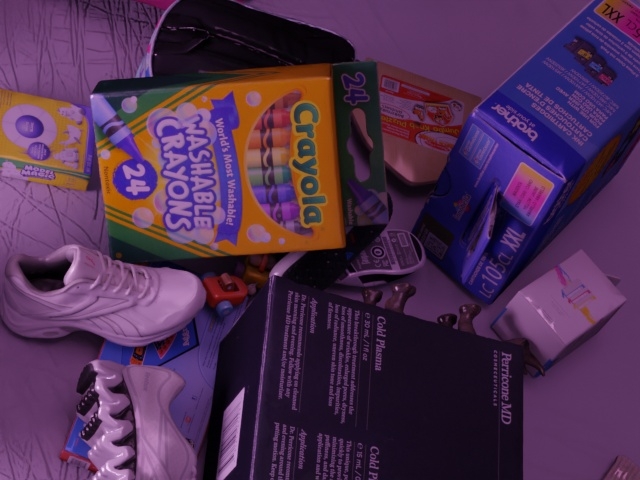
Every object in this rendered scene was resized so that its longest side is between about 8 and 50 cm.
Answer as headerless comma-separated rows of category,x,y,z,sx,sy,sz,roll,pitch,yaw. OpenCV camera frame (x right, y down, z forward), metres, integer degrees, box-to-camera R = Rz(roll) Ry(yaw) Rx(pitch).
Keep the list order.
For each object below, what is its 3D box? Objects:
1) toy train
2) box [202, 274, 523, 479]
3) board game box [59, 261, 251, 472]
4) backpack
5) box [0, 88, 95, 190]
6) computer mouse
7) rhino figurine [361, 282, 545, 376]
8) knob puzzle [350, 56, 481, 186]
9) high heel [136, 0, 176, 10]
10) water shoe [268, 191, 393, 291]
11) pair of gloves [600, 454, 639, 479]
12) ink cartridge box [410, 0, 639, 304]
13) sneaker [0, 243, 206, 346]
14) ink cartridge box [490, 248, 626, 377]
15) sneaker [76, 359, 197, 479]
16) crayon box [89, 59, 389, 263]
toy train,-0.109,0.013,1.955,0.125,0.046,0.166,0,47,-32
box,0.044,0.257,1.786,0.312,0.179,0.343,16,55,-16
board game box,-0.183,0.151,1.872,0.145,0.027,0.281,23,53,-8
backpack,-0.102,-0.176,2.013,0.253,0.191,0.225,22,55,-13
box,-0.361,-0.126,1.972,0.179,0.043,0.105,9,56,-15
computer mouse,0.037,0.031,2.032,0.193,0.042,0.106,-5,56,-18
rhino figurine,0.161,0.132,1.994,0.243,0.073,0.106,17,60,-14
knob puzzle,0.124,-0.140,2.178,0.213,0.030,0.213,12,50,-15
high heel,-0.280,-0.373,2.063,0.377,0.181,0.127,12,93,-16
water shoe,0.000,0.000,1.987,0.080,0.073,0.203,24,49,40
pair of gloves,0.389,0.384,1.942,0.240,0.042,0.204,45,54,11
ink cartridge box,0.272,-0.104,2.068,0.151,0.270,0.395,40,53,13
sneaker,-0.243,0.054,1.827,0.232,0.115,0.090,-2,53,-6
ink cartridge box,0.305,0.087,2.069,0.143,0.092,0.090,-31,74,-35
sneaker,-0.181,0.265,1.732,0.118,0.110,0.292,1,72,-25
crayon box,-0.087,-0.089,1.875,0.322,0.203,0.083,-5,18,2
